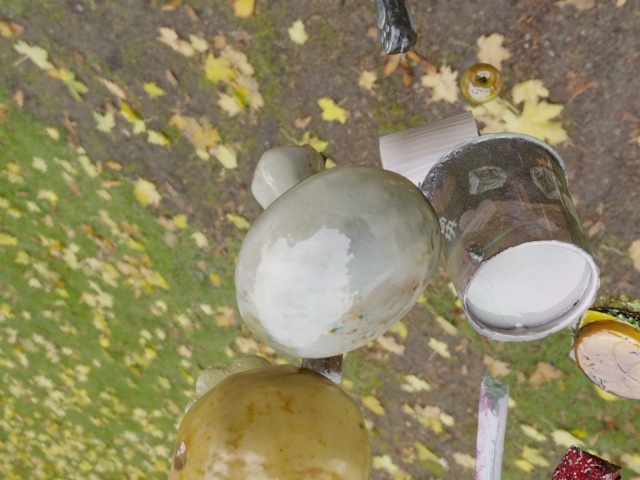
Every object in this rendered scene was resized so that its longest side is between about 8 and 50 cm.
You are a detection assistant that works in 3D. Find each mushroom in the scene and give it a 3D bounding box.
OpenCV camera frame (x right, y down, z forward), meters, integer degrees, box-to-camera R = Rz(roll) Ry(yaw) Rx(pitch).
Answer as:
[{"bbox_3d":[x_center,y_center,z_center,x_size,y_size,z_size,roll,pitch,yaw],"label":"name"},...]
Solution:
[{"bbox_3d":[0.000,0.000,0.849,0.243,0.243,0.243,32,149,22],"label":"mushroom"}]

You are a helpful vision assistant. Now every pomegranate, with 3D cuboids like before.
[{"bbox_3d":[-0.062,0.363,1.180,0.342,0.342,0.342,32,149,22],"label":"pomegranate"}]

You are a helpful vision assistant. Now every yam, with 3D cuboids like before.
[{"bbox_3d":[0.006,0.174,1.360,0.079,0.141,0.079,4,153,2],"label":"yam"}]

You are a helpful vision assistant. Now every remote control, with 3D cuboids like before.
[{"bbox_3d":[0.128,-0.474,1.459,0.090,0.066,0.265,137,123,-70],"label":"remote control"}]

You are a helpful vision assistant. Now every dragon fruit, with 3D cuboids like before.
[{"bbox_3d":[0.456,0.423,1.343,0.097,0.063,0.131,43,116,46],"label":"dragon fruit"}]

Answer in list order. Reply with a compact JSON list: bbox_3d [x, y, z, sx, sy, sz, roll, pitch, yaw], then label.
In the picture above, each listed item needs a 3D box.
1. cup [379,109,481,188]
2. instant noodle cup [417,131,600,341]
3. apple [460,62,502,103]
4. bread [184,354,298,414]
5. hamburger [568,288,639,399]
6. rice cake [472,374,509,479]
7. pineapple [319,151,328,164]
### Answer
[{"bbox_3d":[0.320,-0.192,2.140,0.273,0.208,0.288,-12,134,10],"label":"cup"},{"bbox_3d":[0.248,0.001,1.026,0.217,0.207,0.217,-3,130,-3],"label":"instant noodle cup"},{"bbox_3d":[0.351,-0.342,1.703,0.089,0.089,0.074,33,-177,20],"label":"apple"},{"bbox_3d":[-0.116,0.291,1.423,0.251,0.181,0.039,14,145,15],"label":"bread"},{"bbox_3d":[0.643,0.224,1.633,0.243,0.139,0.261,30,140,24],"label":"hamburger"},{"bbox_3d":[0.275,0.354,1.283,0.051,0.081,0.290,6,120,18],"label":"rice cake"},{"bbox_3d":[-0.010,-0.068,1.542,0.119,0.111,0.237,-112,4,-62],"label":"pineapple"}]
